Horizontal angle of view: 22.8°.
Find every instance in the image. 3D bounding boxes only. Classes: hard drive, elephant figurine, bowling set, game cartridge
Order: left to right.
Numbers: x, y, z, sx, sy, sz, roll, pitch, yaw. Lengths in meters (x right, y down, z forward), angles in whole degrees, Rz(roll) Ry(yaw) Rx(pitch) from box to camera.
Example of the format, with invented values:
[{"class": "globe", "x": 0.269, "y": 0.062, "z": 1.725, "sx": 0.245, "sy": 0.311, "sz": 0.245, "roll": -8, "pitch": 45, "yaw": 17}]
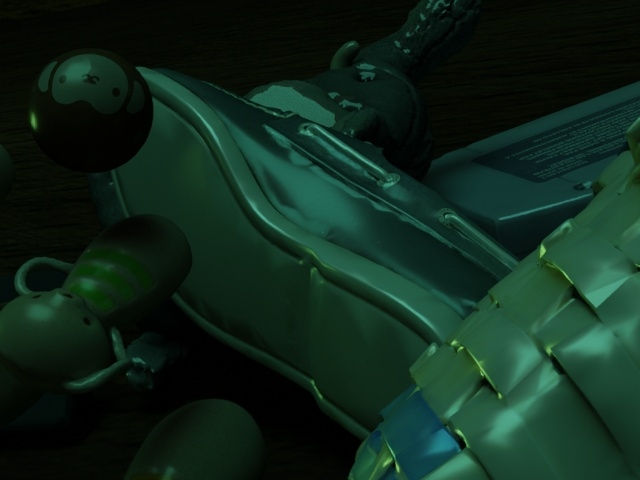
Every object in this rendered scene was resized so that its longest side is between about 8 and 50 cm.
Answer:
[{"class": "bowling set", "x": -0.151, "y": 0.019, "z": 0.675, "sx": 0.287, "sy": 0.200, "sz": 0.154, "roll": 19, "pitch": 29, "yaw": 12}, {"class": "hard drive", "x": -0.188, "y": 0.067, "z": 0.908, "sx": 0.135, "sy": 0.094, "sz": 0.022, "roll": -7, "pitch": -20, "yaw": 29}, {"class": "elephant figurine", "x": -0.005, "y": -0.039, "z": 0.930, "sx": 0.239, "sy": 0.186, "sz": 0.169, "roll": -21, "pitch": -7, "yaw": 15}, {"class": "game cartridge", "x": 0.210, "y": -0.052, "z": 0.986, "sx": 0.294, "sy": 0.060, "sz": 0.196, "roll": -21, "pitch": 13, "yaw": -15}]

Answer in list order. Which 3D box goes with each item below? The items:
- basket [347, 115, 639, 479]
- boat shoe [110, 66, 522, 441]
[{"class": "basket", "x": 0.155, "y": 0.037, "z": 0.410, "sx": 0.289, "sy": 0.201, "sz": 0.255, "roll": -39, "pitch": -5, "yaw": 1}, {"class": "boat shoe", "x": 0.000, "y": 0.000, "z": 0.791, "sx": 0.099, "sy": 0.116, "sz": 0.319, "roll": -17, "pitch": 38, "yaw": -34}]
